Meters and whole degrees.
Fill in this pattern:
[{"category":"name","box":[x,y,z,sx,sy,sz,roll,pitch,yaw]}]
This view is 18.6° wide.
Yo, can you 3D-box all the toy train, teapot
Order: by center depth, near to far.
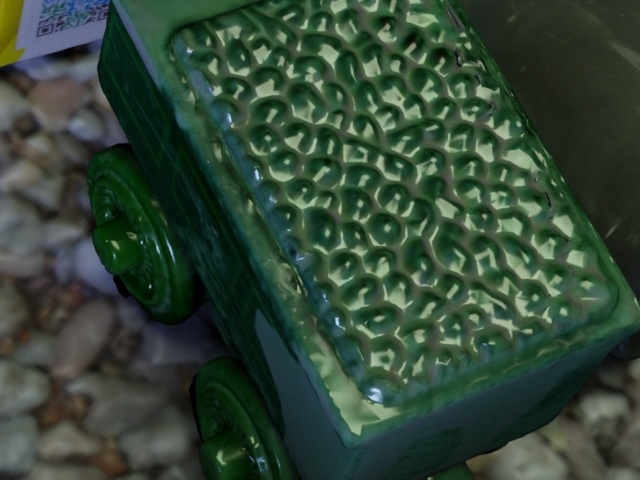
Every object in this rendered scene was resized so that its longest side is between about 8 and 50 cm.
[{"category":"toy train","box":[0.000,0.000,0.816,0.145,0.202,0.266,-20,68,-23]},{"category":"teapot","box":[0.125,-0.074,0.927,0.225,0.171,0.203,49,29,18]}]

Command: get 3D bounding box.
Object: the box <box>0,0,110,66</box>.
[{"category":"box","box":[-0.068,-0.202,0.954,0.265,0.097,0.168,-20,66,-25]}]
